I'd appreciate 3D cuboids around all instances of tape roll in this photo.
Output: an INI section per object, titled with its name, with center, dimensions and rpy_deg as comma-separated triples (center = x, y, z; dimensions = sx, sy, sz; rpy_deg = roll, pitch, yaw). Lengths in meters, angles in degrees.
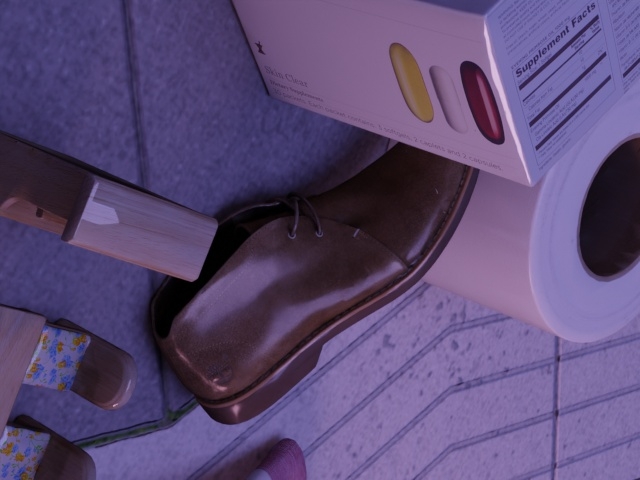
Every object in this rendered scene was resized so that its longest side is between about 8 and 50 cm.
[tape roll]
center = 0.196, -0.051, 1.310
dimensions = 0.246, 0.169, 0.246
rpy_deg = -22, 122, -39

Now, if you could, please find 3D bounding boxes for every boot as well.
[boot]
center = 0.000, 0.000, 1.165
dimensions = 0.305, 0.112, 0.115
rpy_deg = -44, 123, -12

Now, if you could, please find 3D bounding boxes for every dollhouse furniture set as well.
[dollhouse furniture set]
center = -0.195, 0.064, 0.953
dimensions = 0.212, 0.161, 0.242
rpy_deg = 20, 92, -49

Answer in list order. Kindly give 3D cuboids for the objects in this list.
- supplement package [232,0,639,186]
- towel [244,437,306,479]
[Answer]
[supplement package]
center = 0.094, -0.184, 1.073
dimensions = 0.204, 0.262, 0.145
rpy_deg = -43, 133, -25
[towel]
center = -0.085, 0.329, 1.179
dimensions = 0.329, 0.037, 0.237
rpy_deg = -42, 138, -62
